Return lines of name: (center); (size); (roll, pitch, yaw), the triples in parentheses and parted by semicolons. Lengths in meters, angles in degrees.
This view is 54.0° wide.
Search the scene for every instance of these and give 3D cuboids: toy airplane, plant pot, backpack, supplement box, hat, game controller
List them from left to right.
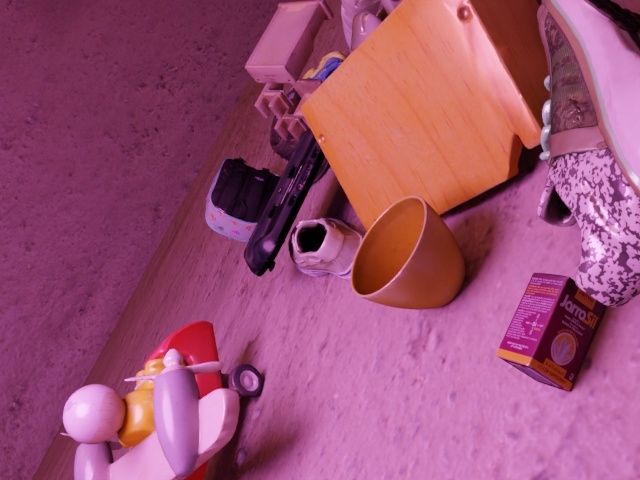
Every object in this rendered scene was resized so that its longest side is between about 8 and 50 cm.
toy airplane: (-0.263, 0.320, 0.939); (0.386, 0.272, 0.384); (-58, 21, -1)
backpack: (-0.193, -0.085, 1.509); (0.188, 0.166, 0.144); (-79, 16, -49)
game controller: (-0.043, -0.086, 1.125); (0.319, 0.067, 0.166); (-66, 16, -18)
hat: (-0.033, -0.274, 1.453); (0.331, 0.134, 0.331); (-48, 22, 27)
plant pot: (0.113, 0.028, 0.737); (0.134, 0.095, 0.134); (-48, 23, 28)
supplement box: (0.197, 0.077, 0.536); (0.083, 0.055, 0.043); (-63, 22, -10)

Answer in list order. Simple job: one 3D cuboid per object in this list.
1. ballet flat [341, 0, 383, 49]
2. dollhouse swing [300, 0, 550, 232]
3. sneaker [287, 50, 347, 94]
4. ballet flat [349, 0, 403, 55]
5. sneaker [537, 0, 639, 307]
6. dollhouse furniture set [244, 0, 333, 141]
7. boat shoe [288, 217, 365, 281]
ballet flat: (0.115, -0.584, 1.382); (0.139, 0.139, 0.400); (-83, 13, -48)
dollhouse swing: (0.199, -0.231, 0.888); (0.305, 0.315, 0.347); (-27, -3, -35)
sneaker: (-0.014, -0.381, 1.618); (0.240, 0.091, 0.126); (-52, 22, 14)
ballet flat: (0.142, -0.465, 1.298); (0.409, 0.147, 0.147); (-59, 20, -2)
sneaker: (0.245, -0.104, 0.576); (0.182, 0.158, 0.410); (-58, 13, 37)
dollhouse furniture set: (-0.013, -0.317, 1.225); (0.212, 0.242, 0.161); (12, 68, 36)
boat shoe: (0.000, 0.000, 1.038); (0.109, 0.094, 0.302); (-61, 19, -8)
